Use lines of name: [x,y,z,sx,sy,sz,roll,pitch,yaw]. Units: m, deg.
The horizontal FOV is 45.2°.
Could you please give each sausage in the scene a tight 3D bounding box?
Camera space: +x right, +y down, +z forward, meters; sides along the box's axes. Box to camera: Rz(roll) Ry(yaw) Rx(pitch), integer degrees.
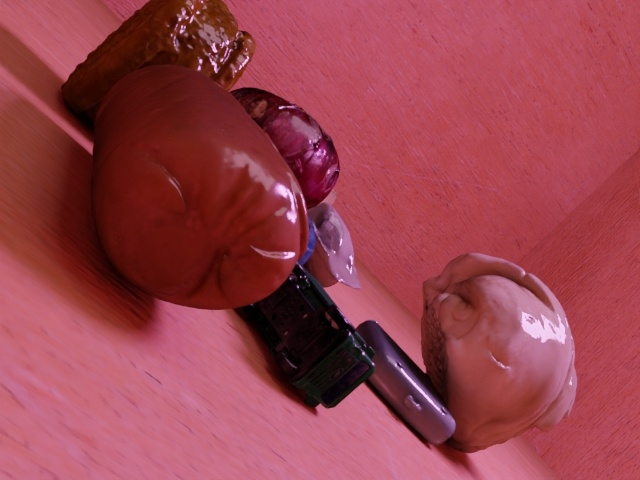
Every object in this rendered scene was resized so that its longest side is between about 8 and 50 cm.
sausage: [-0.093,-0.047,0.520,0.121,0.121,0.304,45,3,-24]

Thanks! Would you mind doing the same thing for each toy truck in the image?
toy truck: [-0.014,0.069,0.614,0.079,0.065,0.147,48,0,-36]

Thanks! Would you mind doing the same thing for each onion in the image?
onion: [-0.087,-0.148,1.309,0.246,0.190,0.246,35,-15,10]

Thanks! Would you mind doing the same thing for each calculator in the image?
calculator: [0.101,0.173,0.975,0.141,0.045,0.246,46,3,-6]

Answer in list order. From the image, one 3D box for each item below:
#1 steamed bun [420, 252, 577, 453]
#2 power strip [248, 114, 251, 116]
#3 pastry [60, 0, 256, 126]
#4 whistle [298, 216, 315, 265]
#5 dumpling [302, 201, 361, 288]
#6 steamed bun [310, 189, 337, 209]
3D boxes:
steamed bun: [0.253,0.152,1.069,0.289,0.203,0.276,84,0,-52]
power strip: [-0.119,-0.094,1.124,0.198,0.064,0.213,59,-17,-22]
pastry: [-0.156,-0.168,0.746,0.103,0.188,0.189,48,2,-25]
whistle: [-0.048,-0.005,0.922,0.090,0.090,0.158,46,2,-6]
dumpling: [0.000,0.001,1.174,0.150,0.092,0.177,93,-20,-75]
steamed bun: [-0.100,-0.145,1.588,0.292,0.137,0.295,40,-2,-29]
